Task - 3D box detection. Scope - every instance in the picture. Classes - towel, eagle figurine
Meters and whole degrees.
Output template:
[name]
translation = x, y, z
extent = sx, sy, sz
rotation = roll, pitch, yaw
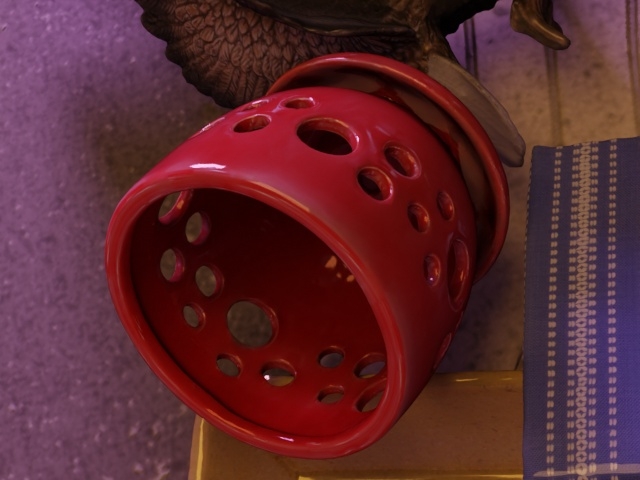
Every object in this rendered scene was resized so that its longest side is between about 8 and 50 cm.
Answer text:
[towel]
translation = 0.279, 0.027, 0.943
extent = 0.336, 0.040, 0.243
rotation = -5, 50, 15
[eagle figurine]
translation = 0.000, -0.165, 1.093
extent = 0.298, 0.226, 0.225
rotation = -6, 28, 4

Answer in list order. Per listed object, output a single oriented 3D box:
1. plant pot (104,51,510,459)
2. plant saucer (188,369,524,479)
[plant pot]
translation = 0.000, 0.000, 0.975
extent = 0.191, 0.191, 0.174
rotation = 11, 37, 25
[plant saucer]
translation = 0.081, 0.243, 0.976
extent = 0.332, 0.081, 0.333
rotation = -3, 70, 21
